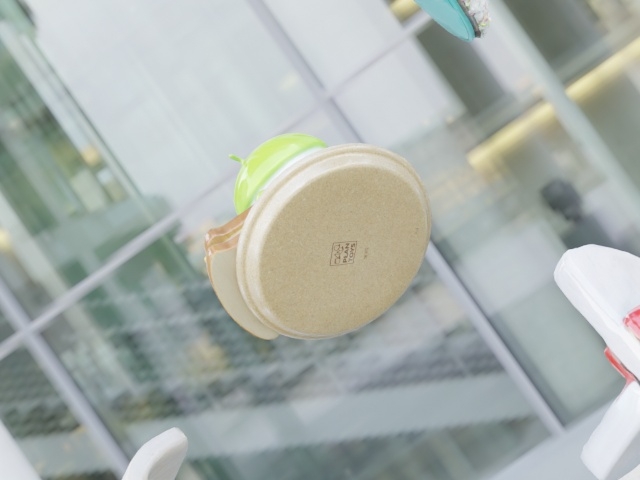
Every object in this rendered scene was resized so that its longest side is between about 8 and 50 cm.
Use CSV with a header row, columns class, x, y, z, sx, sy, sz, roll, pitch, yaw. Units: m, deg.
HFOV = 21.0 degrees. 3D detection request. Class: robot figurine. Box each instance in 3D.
class,x,y,z,sx,sy,sz,roll,pitch,yaw
robot figurine,-0.001,-0.013,0.969,0.067,0.115,0.101,-53,-19,26

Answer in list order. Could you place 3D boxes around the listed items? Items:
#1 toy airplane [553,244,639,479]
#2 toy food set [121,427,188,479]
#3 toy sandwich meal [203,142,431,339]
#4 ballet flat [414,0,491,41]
class,x,y,z,sx,sy,sz,roll,pitch,yaw
toy airplane,0.316,0.029,1.153,0.386,0.272,0.384,-27,-42,9
toy food set,-0.006,0.246,0.609,0.092,0.306,0.219,-5,-50,-49
toy sandwich meal,0.000,0.000,0.619,0.085,0.085,0.029,-35,37,-8
ballet flat,0.068,-0.238,1.315,0.091,0.241,0.077,33,89,48
